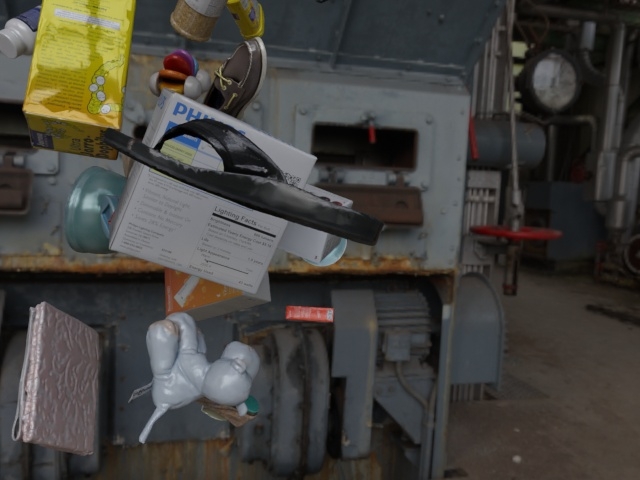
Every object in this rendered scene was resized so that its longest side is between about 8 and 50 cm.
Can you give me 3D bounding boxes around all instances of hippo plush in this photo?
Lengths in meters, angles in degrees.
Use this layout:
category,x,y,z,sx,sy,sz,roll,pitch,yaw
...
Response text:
category,x,y,z,sx,sy,sz,roll,pitch,yaw
hippo plush,-0.274,0.293,1.337,0.237,0.234,0.294,-3,18,15

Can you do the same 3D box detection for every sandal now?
category,x,y,z,sx,sy,sz,roll,pitch,yaw
sandal,-0.109,-0.108,0.889,0.446,0.107,0.167,19,-2,-2

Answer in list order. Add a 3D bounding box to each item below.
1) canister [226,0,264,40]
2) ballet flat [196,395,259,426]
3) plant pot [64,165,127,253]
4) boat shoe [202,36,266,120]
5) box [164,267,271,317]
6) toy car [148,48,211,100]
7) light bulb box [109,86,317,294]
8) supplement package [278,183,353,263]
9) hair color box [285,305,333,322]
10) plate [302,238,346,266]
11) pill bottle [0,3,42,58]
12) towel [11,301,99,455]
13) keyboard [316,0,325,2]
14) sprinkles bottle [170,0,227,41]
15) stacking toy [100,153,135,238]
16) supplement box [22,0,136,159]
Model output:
category,x,y,z,sx,sy,sz,roll,pitch,yaw
canister,-0.233,-0.710,1.715,0.073,0.126,0.170,-7,-19,12
ballet flat,-0.317,0.430,1.575,0.316,0.106,0.107,39,22,-19
plant pot,-0.673,-0.084,1.873,0.196,0.293,0.293,11,7,6
boat shoe,-0.233,-0.405,1.484,0.097,0.116,0.324,-11,-16,-30
box,-0.372,0.144,2.030,0.345,0.215,0.168,-18,-22,26
toy car,-0.430,-0.511,1.735,0.159,0.136,0.182,9,32,9
light bulb box,-0.259,-0.115,1.330,0.358,0.361,0.225,21,10,-26
supplement package,-0.040,-0.060,1.617,0.194,0.149,0.203,21,20,12
hair color box,-0.032,0.224,1.710,0.141,0.043,0.072,3,-12,0
plate,0.000,0.000,2.024,0.188,0.188,0.024,1,-7,-11
pill bottle,-0.749,-0.538,1.467,0.094,0.094,0.169,6,42,29
towel,-0.647,0.355,1.426,0.053,0.331,0.317,-8,-25,3
keyboard,0.031,-0.686,1.389,0.033,0.201,0.317,23,44,36
sprinkles bottle,-0.272,-0.686,1.462,0.121,0.121,0.355,-2,-33,-39
stacking toy,-0.563,-0.130,1.611,0.130,0.279,0.309,-7,6,-37
supplement box,-0.549,-0.397,1.319,0.195,0.356,0.194,7,-16,-20
